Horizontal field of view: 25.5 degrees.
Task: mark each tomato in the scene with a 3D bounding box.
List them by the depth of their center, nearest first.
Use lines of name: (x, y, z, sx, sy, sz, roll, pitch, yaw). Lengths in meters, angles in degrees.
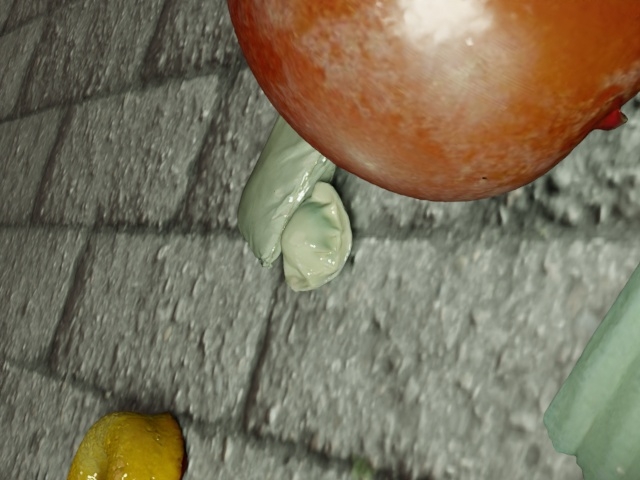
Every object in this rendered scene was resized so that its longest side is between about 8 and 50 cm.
tomato: (0.069, -0.158, 0.793, 0.265, 0.265, 0.265, -42, 37, 42)

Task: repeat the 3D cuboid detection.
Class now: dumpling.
dumpling: (0.001, 0.001, 1.033, 0.059, 0.043, 0.077, 18, 71, 47)

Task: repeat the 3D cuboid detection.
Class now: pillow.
pillow: (-0.007, -0.092, 1.096, 0.229, 0.051, 0.128, -64, 17, 12)

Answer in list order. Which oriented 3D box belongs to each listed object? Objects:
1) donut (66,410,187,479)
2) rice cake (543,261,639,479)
donut: (-0.170, 0.211, 1.182, 0.152, 0.058, 0.152, -40, 40, 46)
rice cake: (0.195, 0.025, 0.649, 0.237, 0.043, 0.127, -62, 29, 16)
